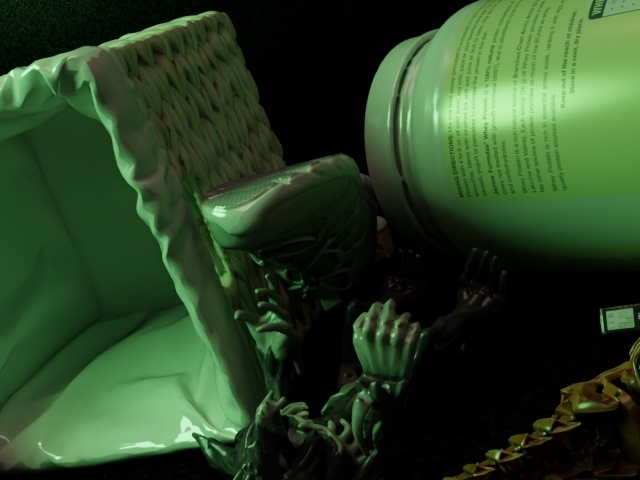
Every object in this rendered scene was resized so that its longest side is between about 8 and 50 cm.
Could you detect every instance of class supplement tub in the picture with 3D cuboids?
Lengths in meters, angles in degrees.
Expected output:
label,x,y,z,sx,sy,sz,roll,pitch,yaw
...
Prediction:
label,x,y,z,sx,sy,sz,roll,pitch,yaw
supplement tub,0.221,-0.092,0.729,0.325,0.235,0.235,-2,28,42

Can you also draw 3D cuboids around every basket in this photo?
label,x,y,z,sx,sy,sz,roll,pitch,yaw
basket,-0.200,-0.004,0.821,0.331,0.328,0.266,-13,20,26

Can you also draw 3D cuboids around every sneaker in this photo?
label,x,y,z,sx,sy,sz,roll,pitch,yaw
sneaker,0.000,0.000,0.742,0.105,0.115,0.281,-13,-5,21

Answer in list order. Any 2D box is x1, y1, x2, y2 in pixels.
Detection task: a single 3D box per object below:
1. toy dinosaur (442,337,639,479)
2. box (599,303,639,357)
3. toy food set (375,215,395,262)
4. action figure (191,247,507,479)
label,x,y,z,sx,sy,sz,roll,pitch,yaw
toy dinosaur,0.221,0.095,0.461,0.322,0.164,0.218,-39,4,6
box,0.233,0.056,0.598,0.083,0.067,0.018,-11,65,28
toy food set,-0.037,-0.018,0.997,0.232,0.104,0.111,-13,22,25
action figure,0.011,0.091,0.632,0.164,0.141,0.275,10,35,37
